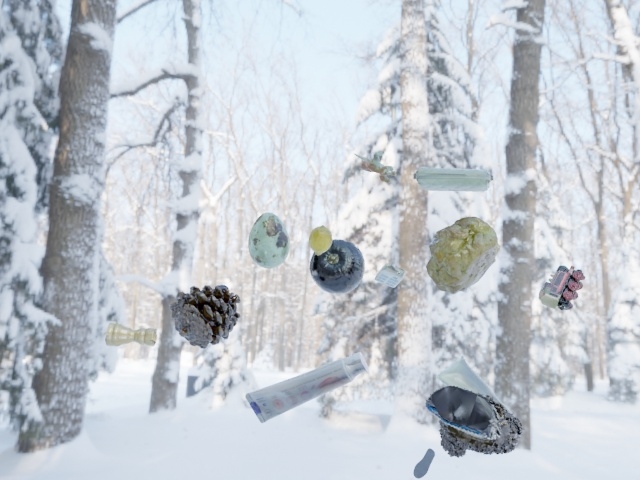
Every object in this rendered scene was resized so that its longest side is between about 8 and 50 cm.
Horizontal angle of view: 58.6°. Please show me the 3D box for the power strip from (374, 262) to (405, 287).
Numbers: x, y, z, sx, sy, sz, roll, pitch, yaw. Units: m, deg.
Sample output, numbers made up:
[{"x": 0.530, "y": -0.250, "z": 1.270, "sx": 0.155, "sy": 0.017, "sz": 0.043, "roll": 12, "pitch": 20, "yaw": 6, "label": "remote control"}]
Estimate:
[{"x": 0.247, "y": 0.124, "z": 2.024, "sx": 0.082, "sy": 0.035, "sz": 0.192, "roll": 24, "pitch": -15, "yaw": 2, "label": "power strip"}]

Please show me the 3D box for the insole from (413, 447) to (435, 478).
[{"x": 0.411, "y": 0.882, "z": 2.257, "sx": 0.053, "sy": 0.153, "sz": 0.002, "roll": 41, "pitch": -44, "yaw": 7, "label": "insole"}]

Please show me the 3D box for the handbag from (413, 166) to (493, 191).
[{"x": 0.435, "y": -0.201, "z": 1.872, "sx": 0.256, "sy": 0.079, "sz": 0.219, "roll": 3, "pitch": 4, "yaw": 17, "label": "handbag"}]

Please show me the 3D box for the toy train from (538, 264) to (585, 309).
[{"x": 0.626, "y": 0.118, "z": 1.475, "sx": 0.087, "sy": 0.138, "sz": 0.050, "roll": 24, "pitch": -34, "yaw": 27, "label": "toy train"}]

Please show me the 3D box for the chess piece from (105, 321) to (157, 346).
[{"x": -0.497, "y": 0.252, "z": 1.508, "sx": 0.122, "sy": 0.066, "sz": 0.066, "roll": 5, "pitch": -12, "yaw": -5, "label": "chess piece"}]

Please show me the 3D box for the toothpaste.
[{"x": -0.033, "y": 0.379, "z": 1.481, "sx": 0.323, "sy": 0.100, "sz": 0.066, "roll": -24, "pitch": 18, "yaw": 7, "label": "toothpaste"}]

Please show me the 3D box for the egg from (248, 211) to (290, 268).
[{"x": -0.208, "y": 0.000, "z": 2.297, "sx": 0.169, "sy": 0.231, "sz": 0.169, "roll": -2, "pitch": 11, "yaw": 0, "label": "egg"}]

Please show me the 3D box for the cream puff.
[{"x": 0.425, "y": 0.043, "z": 1.720, "sx": 0.244, "sy": 0.196, "sz": 0.244, "roll": -32, "pitch": -8, "yaw": -5, "label": "cream puff"}]

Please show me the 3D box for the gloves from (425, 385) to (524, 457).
[{"x": 0.365, "y": 0.436, "z": 1.344, "sx": 0.211, "sy": 0.135, "sz": 0.312, "roll": -12, "pitch": -31, "yaw": 34, "label": "gloves"}]

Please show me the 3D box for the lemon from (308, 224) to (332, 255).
[{"x": 0.000, "y": 0.000, "z": 1.467, "sx": 0.062, "sy": 0.083, "sz": 0.062, "roll": 7, "pitch": 17, "yaw": -2, "label": "lemon"}]

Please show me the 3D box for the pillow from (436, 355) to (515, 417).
[{"x": 0.486, "y": 0.492, "z": 1.790, "sx": 0.144, "sy": 0.254, "sz": 0.078, "roll": -23, "pitch": -22, "yaw": -46, "label": "pillow"}]

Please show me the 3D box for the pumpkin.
[{"x": 0.066, "y": 0.105, "z": 2.309, "sx": 0.233, "sy": 0.232, "sz": 0.163, "roll": 0, "pitch": -22, "yaw": 17, "label": "pumpkin"}]

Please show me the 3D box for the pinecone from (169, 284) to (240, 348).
[{"x": -0.411, "y": 0.273, "z": 2.064, "sx": 0.244, "sy": 0.243, "sz": 0.257, "roll": -3, "pitch": 0, "yaw": 26, "label": "pinecone"}]

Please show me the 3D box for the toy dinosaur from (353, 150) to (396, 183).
[{"x": 0.186, "y": -0.264, "z": 1.998, "sx": 0.212, "sy": 0.057, "sz": 0.142, "roll": 23, "pitch": -16, "yaw": -19, "label": "toy dinosaur"}]
